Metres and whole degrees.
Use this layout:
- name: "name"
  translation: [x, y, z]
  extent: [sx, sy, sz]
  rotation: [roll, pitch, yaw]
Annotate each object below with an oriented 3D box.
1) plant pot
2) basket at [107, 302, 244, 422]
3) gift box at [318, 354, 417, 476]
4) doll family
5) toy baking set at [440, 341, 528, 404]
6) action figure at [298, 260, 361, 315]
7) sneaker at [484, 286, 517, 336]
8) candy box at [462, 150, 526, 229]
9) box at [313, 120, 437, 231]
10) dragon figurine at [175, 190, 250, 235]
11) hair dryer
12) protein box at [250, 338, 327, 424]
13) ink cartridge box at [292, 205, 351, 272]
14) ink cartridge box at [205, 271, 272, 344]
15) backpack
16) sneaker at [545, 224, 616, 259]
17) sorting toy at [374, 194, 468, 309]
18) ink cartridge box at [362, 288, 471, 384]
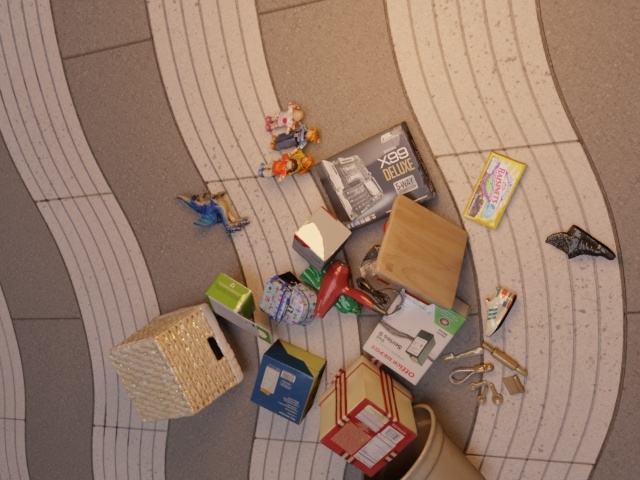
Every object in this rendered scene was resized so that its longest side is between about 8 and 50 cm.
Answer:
- name: "plant pot"
  translation: [0.353, 0.753, 1.817]
  extent: [0.305, 0.334, 0.334]
  rotation: [40, 115, -7]
- name: "basket"
  translation: [-0.514, 0.441, 2.028]
  extent: [0.331, 0.266, 0.329]
  rotation: [-19, 100, 35]
- name: "gift box"
  translation: [0.166, 0.542, 1.818]
  extent: [0.255, 0.258, 0.276]
  rotation: [43, 106, -14]
- name: "doll family"
  translation: [-0.084, -0.292, 1.773]
  extent: [0.163, 0.118, 0.263]
  rotation: [-5, 72, 34]
- name: "toy baking set"
  translation: [0.515, 0.418, 1.793]
  extent: [0.256, 0.030, 0.197]
  rotation: [39, 115, 6]
- name: "action figure"
  translation: [0.051, 0.160, 1.877]
  extent: [0.232, 0.063, 0.137]
  rotation: [48, 113, 7]
- name: "sneaker"
  translation: [0.527, 0.214, 1.725]
  extent: [0.075, 0.057, 0.161]
  rotation: [35, 116, 27]
- name: "candy box"
  translation: [0.500, -0.144, 1.641]
  extent: [0.105, 0.027, 0.206]
  rotation: [23, 112, 10]
- name: "box"
  translation: [0.165, -0.187, 1.727]
  extent: [0.307, 0.076, 0.243]
  rotation: [-22, 97, 25]
- name: "dragon figurine"
  translation: [-0.387, -0.094, 1.957]
  extent: [0.288, 0.085, 0.144]
  rotation: [2, 105, 19]
- name: "hair dryer"
  translation: [0.093, 0.158, 1.763]
  extent: [0.293, 0.080, 0.224]
  rotation: [-29, 63, 24]
- name: "protein box"
  translation: [-0.112, 0.493, 1.992]
  extent: [0.199, 0.136, 0.201]
  rotation: [22, 111, 13]
- name: "ink cartridge box"
  translation: [0.000, 0.000, 1.771]
  extent: [0.128, 0.176, 0.127]
  rotation: [42, 75, 5]
- name: "ink cartridge box"
  translation: [-0.253, 0.238, 1.942]
  extent: [0.255, 0.097, 0.189]
  rotation: [28, 158, 10]
- name: "backpack"
  translation: [-0.100, 0.210, 1.900]
  extent: [0.173, 0.116, 0.158]
  rotation: [35, 114, 26]
- name: "sneaker"
  translation: [0.727, 0.022, 1.592]
  extent: [0.170, 0.051, 0.089]
  rotation: [39, 115, 12]
- name: "sorting toy"
  translation: [0.279, 0.041, 1.647]
  extent: [0.257, 0.256, 0.089]
  rotation: [27, 153, -17]
- name: "ink cartridge box"
  translation: [0.299, 0.275, 1.783]
  extent: [0.211, 0.121, 0.289]
  rotation: [34, 114, 10]
